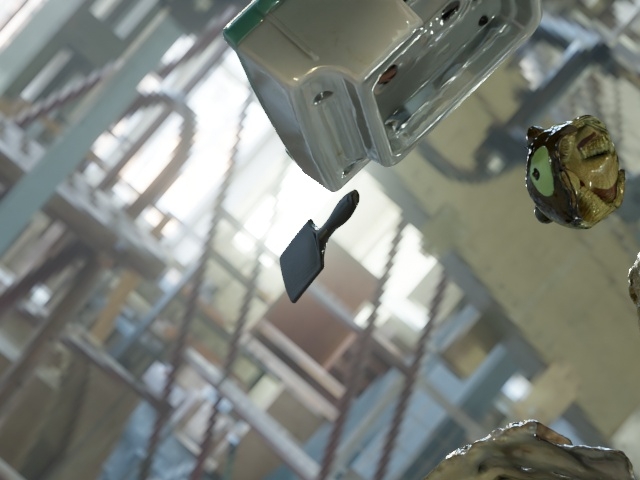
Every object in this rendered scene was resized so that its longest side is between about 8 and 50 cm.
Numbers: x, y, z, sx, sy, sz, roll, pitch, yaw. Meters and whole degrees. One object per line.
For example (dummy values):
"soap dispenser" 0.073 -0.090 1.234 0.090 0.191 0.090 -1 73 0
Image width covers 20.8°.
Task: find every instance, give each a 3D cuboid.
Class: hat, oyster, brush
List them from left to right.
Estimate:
"brush" 0.000 0.000 1.857 0.193 0.016 0.063 -52 -132 53
"oyster" 0.151 0.238 1.309 0.100 0.275 0.271 -10 27 -39
"hat" 0.179 -0.048 1.273 0.059 0.076 0.077 -6 -68 49

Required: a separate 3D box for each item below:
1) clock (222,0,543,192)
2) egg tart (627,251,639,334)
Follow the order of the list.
"clock" 0.074 -0.167 1.342 0.116 0.262 0.231 44 -7 24
"egg tart" 0.349 0.116 1.451 0.279 0.095 0.279 156 -90 -85
